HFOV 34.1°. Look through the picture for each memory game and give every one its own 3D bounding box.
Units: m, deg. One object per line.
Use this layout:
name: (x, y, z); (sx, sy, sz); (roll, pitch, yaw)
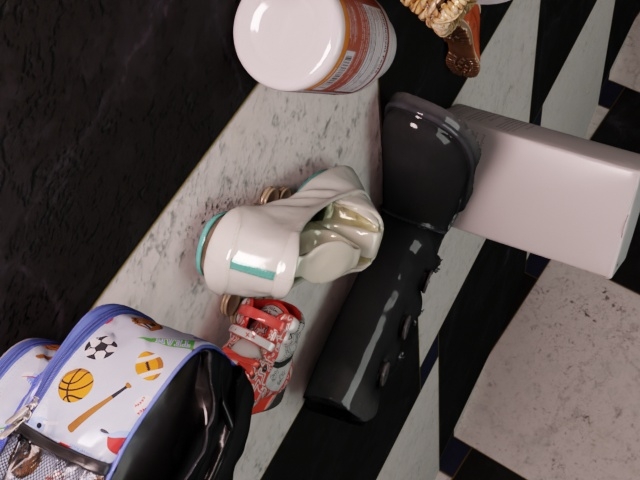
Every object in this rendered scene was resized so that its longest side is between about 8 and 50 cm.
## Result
memory game: (-0.074, 0.019, 1.289); (0.186, 0.012, 0.186); (-51, 152, -41)

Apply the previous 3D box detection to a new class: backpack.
backpack: (-0.180, 0.191, 0.890); (0.263, 0.213, 0.276); (-56, 163, -16)

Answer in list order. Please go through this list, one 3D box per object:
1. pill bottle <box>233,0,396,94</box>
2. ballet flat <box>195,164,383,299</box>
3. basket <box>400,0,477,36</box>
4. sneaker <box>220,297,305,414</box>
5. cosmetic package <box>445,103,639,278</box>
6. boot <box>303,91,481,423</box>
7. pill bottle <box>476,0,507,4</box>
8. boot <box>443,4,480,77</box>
pill bottle: (0.005, -0.218, 1.123); (0.216, 0.121, 0.121); (-15, 122, -67)
ballet flat: (0.000, 0.000, 1.256); (0.400, 0.139, 0.139); (-24, 130, -64)
basket: (0.200, -0.374, 1.159); (0.299, 0.223, 0.213); (-53, 148, 17)
sneaker: (-0.104, 0.147, 1.203); (0.270, 0.090, 0.145); (-23, 133, -64)
cosmetic package: (0.364, -0.092, 1.805); (0.155, 0.365, 0.197); (-29, 135, -61)
boot: (0.089, 0.046, 1.579); (0.445, 0.146, 0.367); (-61, 156, -13)
pill bottle: (0.225, -0.473, 1.401); (0.161, 0.161, 0.283); (-56, 155, -35)
boot: (0.244, -0.336, 1.728); (0.158, 0.059, 0.084); (69, 40, -59)
